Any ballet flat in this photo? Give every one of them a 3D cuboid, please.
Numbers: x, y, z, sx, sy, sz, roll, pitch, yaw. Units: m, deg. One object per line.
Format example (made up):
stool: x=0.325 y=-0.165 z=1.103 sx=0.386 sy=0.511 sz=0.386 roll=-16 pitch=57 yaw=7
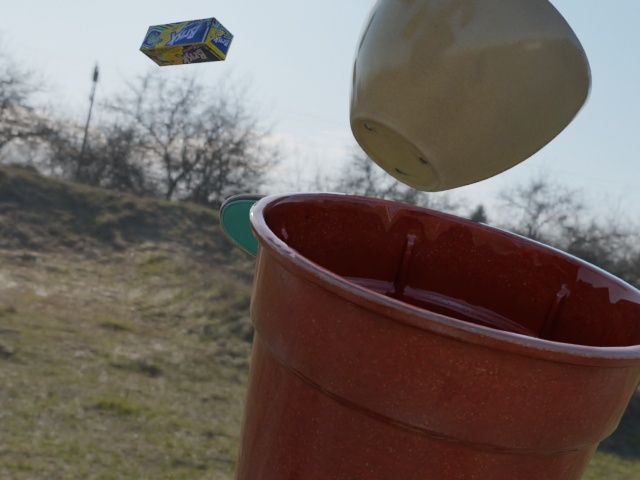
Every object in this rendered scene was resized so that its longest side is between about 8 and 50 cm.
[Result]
ballet flat: x=0.000 y=0.000 z=1.021 sx=0.248 sy=0.086 sz=0.086 roll=20 pitch=-1 yaw=10

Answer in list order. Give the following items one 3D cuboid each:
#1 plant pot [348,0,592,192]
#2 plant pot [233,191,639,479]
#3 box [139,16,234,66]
plant pot: x=0.142 y=-0.169 z=0.989 sx=0.284 sy=0.191 sz=0.284 roll=37 pitch=-13 yaw=10
plant pot: x=0.058 y=0.134 z=0.566 sx=0.272 sy=0.265 sz=0.272 roll=13 pitch=15 yaw=-4
box: x=-0.236 y=-0.346 z=1.472 sx=0.169 sy=0.054 sz=0.059 roll=4 pitch=-21 yaw=37
